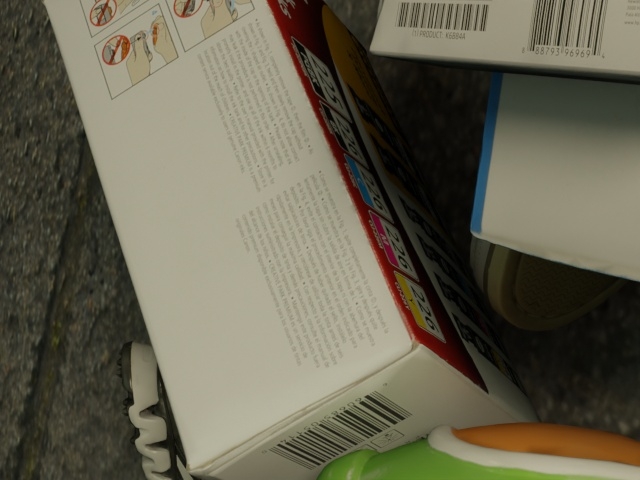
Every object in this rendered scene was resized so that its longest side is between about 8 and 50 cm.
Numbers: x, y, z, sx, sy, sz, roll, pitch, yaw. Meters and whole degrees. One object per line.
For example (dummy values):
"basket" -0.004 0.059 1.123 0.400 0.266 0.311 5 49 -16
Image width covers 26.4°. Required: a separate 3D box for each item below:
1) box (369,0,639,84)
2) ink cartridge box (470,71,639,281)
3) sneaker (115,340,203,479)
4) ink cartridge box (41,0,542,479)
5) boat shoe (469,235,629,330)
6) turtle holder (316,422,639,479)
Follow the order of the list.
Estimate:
"box" 0.083 -0.143 0.414 0.145 0.038 0.186 15 99 54
"ink cartridge box" 0.202 -0.064 0.475 0.168 0.232 0.171 14 98 54
"sneaker" -0.072 0.173 0.949 0.078 0.106 0.234 -101 4 -67
"ink cartridge box" 0.000 0.000 0.787 0.130 0.272 0.309 -30 59 13
"boat shoe" 0.145 -0.105 0.666 0.103 0.113 0.302 37 105 50
"turtle holder" 0.104 0.225 0.569 0.227 0.243 0.320 -16 44 12
